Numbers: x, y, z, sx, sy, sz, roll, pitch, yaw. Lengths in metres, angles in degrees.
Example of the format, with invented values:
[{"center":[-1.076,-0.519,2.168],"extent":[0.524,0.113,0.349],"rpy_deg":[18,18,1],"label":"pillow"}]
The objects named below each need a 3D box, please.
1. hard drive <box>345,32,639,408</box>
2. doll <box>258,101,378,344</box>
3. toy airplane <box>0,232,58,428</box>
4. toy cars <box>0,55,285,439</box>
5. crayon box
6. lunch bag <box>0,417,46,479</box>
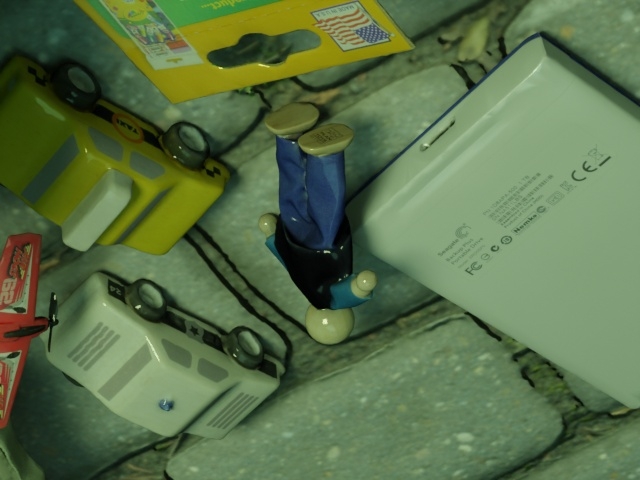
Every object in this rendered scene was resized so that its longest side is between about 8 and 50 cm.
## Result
[{"center":[0.202,-0.003,1.384],"extent":[0.319,0.040,0.210],"rpy_deg":[30,123,-30],"label":"hard drive"},{"center":[0.000,0.000,1.320],"extent":[0.046,0.129,0.189],"rpy_deg":[-28,132,-29],"label":"doll"},{"center":[-0.238,0.065,1.261],"extent":[0.151,0.028,0.151],"rpy_deg":[-29,131,-39],"label":"toy airplane"},{"center":[-0.138,0.033,1.343],"extent":[0.176,0.087,0.393],"rpy_deg":[-11,133,3],"label":"toy cars"},{"center":[-0.100,-0.224,1.065],"extent":[0.203,0.083,0.323],"rpy_deg":[-9,139,38],"label":"crayon box"},{"center":[-0.366,0.145,1.363],"extent":[0.287,0.169,0.235],"rpy_deg":[-12,132,10],"label":"lunch bag"}]
